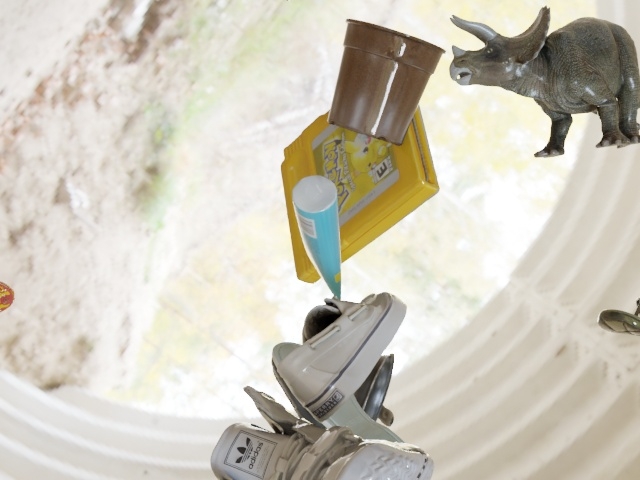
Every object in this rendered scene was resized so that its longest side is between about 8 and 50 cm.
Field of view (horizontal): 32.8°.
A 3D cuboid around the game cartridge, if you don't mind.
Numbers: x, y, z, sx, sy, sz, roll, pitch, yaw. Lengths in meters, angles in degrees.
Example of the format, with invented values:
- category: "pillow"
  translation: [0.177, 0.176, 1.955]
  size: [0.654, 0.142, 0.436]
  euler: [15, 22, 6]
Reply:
- category: "game cartridge"
  translation: [0.052, -0.120, 1.861]
  size: [0.324, 0.053, 0.285]
  euler: [-37, -132, 35]

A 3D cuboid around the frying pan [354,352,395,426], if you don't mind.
- category: "frying pan"
  translation: [0.109, 0.294, 2.089]
  size: [0.326, 0.053, 0.197]
  euler: [-14, 122, -73]

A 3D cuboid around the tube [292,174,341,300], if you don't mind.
- category: "tube"
  translation: [0.000, 0.000, 1.334]
  size: [0.052, 0.080, 0.207]
  euler: [-20, 149, -8]

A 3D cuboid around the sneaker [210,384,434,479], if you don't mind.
- category: "sneaker"
  translation: [-0.016, 0.226, 1.000]
  size: [0.137, 0.210, 0.366]
  euler: [-62, 167, -15]

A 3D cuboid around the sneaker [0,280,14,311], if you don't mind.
- category: "sneaker"
  translation: [-0.494, 0.070, 1.439]
  size: [0.067, 0.175, 0.064]
  euler: [-108, -162, -69]

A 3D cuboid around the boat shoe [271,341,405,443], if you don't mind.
- category: "boat shoe"
  translation: [0.017, 0.280, 1.648]
  size: [0.114, 0.302, 0.091]
  euler: [-9, 137, -43]

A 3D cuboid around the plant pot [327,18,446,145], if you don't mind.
- category: "plant pot"
  translation: [0.094, -0.244, 1.709]
  size: [0.167, 0.167, 0.165]
  euler: [-128, -124, -80]

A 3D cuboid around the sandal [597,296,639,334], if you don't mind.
- category: "sandal"
  translation: [0.610, 0.129, 1.939]
  size: [0.120, 0.303, 0.086]
  euler: [1, -90, 56]

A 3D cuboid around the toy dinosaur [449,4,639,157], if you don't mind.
- category: "toy dinosaur"
  translation: [0.287, -0.174, 1.141]
  size: [0.314, 0.160, 0.121]
  euler: [-11, -178, -34]

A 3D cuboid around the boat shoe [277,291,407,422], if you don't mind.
- category: "boat shoe"
  translation: [0.021, 0.106, 1.207]
  size: [0.096, 0.088, 0.267]
  euler: [-46, -179, 29]
